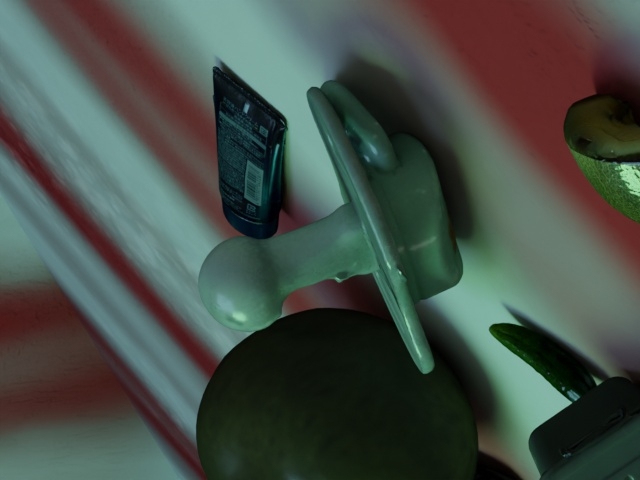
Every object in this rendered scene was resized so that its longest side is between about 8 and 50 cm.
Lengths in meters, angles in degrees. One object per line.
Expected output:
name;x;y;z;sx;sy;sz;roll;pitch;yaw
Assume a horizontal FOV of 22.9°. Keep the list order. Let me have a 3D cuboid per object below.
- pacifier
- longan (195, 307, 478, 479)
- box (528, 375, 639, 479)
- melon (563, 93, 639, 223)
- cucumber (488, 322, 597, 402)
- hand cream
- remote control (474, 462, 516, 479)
pacifier;0.000;0.000;1.611;0.343;0.269;0.288;73;176;-46
longan;0.023;0.247;1.960;0.361;0.361;0.361;43;162;18
box;0.311;0.253;1.534;0.243;0.163;0.135;53;-176;-17
melon;0.248;-0.046;1.187;0.160;0.079;0.128;22;147;55
cucumber;0.243;0.128;1.649;0.168;0.039;0.039;39;161;36
hand cream;-0.089;-0.100;1.956;0.120;0.061;0.270;40;156;21
remote control;0.202;0.326;2.161;0.266;0.066;0.090;26;139;61
